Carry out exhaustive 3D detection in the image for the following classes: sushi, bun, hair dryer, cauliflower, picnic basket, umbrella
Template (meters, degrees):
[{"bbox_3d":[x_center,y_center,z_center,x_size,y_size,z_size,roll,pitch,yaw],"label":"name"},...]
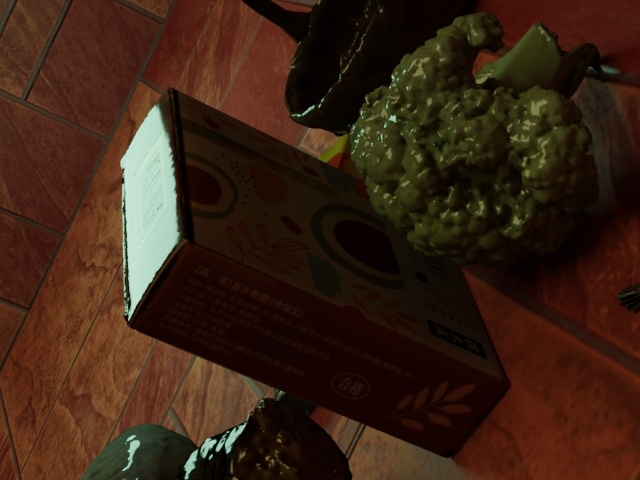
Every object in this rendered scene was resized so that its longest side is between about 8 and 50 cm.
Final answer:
[{"bbox_3d":[-0.023,0.344,1.318,0.207,0.234,0.349,-33,61,47],"label":"sushi"},{"bbox_3d":[-0.240,0.431,1.730,0.362,0.211,0.362,-51,27,39],"label":"bun"},{"bbox_3d":[-0.002,0.154,1.713,0.154,0.054,0.106,-44,24,22],"label":"hair dryer"},{"bbox_3d":[0.159,-0.118,1.334,0.327,0.260,0.281,1,71,43],"label":"cauliflower"},{"bbox_3d":[0.014,-0.331,1.792,0.293,0.337,0.337,-10,58,64],"label":"picnic basket"},{"bbox_3d":[0.298,0.045,1.172,0.031,0.020,0.083,-32,0,-37],"label":"umbrella"}]

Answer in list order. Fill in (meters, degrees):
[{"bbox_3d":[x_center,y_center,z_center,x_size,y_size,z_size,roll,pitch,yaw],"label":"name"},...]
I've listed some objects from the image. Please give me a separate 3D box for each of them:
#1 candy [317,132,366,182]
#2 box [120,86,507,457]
[{"bbox_3d":[0.000,0.000,1.745,0.146,0.088,0.276,-41,25,46],"label":"candy"},{"bbox_3d":[-0.020,0.028,1.412,0.122,0.385,0.344,-56,24,22],"label":"box"}]
